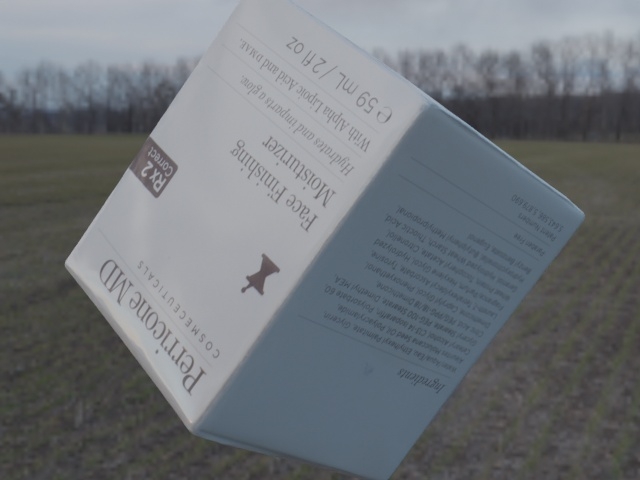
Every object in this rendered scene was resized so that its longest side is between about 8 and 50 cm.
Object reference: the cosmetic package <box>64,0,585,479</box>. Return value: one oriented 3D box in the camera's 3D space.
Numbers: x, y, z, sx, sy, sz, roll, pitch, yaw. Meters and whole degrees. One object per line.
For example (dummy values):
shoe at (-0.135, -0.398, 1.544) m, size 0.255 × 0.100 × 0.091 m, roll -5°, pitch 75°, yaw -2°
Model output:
cosmetic package at (0.000, 0.000, 0.590) m, size 0.151 × 0.183 × 0.151 m, roll 27°, pitch 11°, yaw -46°
